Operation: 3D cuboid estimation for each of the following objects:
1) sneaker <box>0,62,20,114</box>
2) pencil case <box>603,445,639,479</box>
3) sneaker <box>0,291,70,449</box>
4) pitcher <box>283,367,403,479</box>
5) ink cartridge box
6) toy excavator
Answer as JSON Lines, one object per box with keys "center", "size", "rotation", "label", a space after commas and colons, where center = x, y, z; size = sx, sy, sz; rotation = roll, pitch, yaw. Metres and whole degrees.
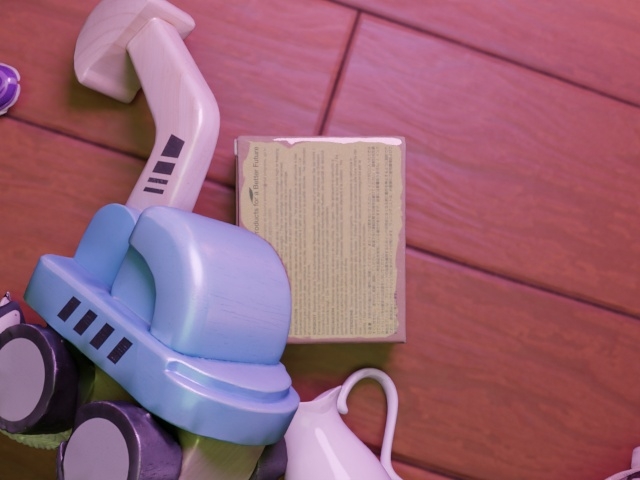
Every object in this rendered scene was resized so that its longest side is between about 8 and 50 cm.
{"center": [-0.430, -0.177, 0.971], "size": [0.169, 0.071, 0.068], "rotation": [1, 89, -3], "label": "sneaker"}
{"center": [0.458, 0.433, 0.951], "size": [0.183, 0.160, 0.410], "rotation": [-40, 96, -35], "label": "pencil case"}
{"center": [-0.337, 0.137, 0.962], "size": [0.235, 0.094, 0.153], "rotation": [23, 50, -28], "label": "sneaker"}
{"center": [0.036, 0.261, 0.972], "size": [0.177, 0.125, 0.207], "rotation": [-20, 79, -18], "label": "pitcher"}
{"center": [0.000, 0.000, 0.980], "size": [0.193, 0.088, 0.235], "rotation": [0, 90, -1], "label": "ink cartridge box"}
{"center": [-0.158, -0.001, 0.884], "size": [0.433, 0.222, 0.445], "rotation": [31, 96, 35], "label": "toy excavator"}
